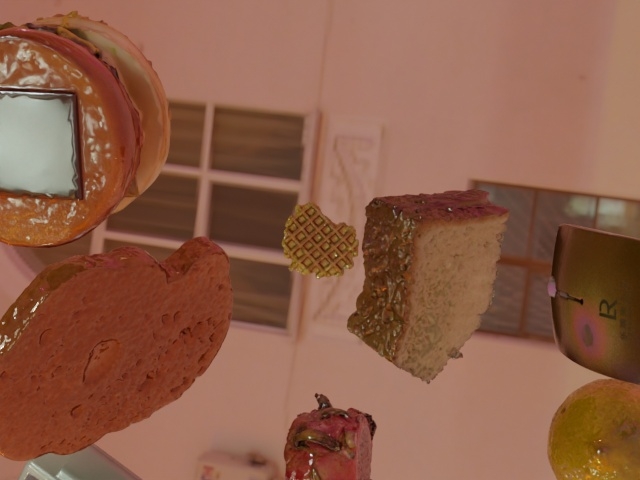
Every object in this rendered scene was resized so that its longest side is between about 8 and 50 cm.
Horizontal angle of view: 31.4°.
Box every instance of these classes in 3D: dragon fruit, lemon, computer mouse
[{"bbox_3d":[0.032,0.399,2.106,0.211,0.147,0.282,60,-147,-41],"label":"dragon fruit"},{"bbox_3d":[0.484,0.339,1.851,0.253,0.228,0.228,-22,-61,-79],"label":"lemon"},{"bbox_3d":[0.326,0.067,1.287,0.310,0.071,0.158,-155,65,-73],"label":"computer mouse"}]

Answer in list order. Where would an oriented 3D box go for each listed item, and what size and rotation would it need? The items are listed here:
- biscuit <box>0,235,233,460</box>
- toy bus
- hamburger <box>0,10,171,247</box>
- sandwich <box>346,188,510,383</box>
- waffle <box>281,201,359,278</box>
[{"bbox_3d":[-0.318,0.160,1.666,0.455,0.078,0.350,-8,-57,-47],"label":"biscuit"},{"bbox_3d":[-0.361,0.436,1.862,0.133,0.271,0.165,-46,-14,-46],"label":"toy bus"},{"bbox_3d":[-0.329,-0.138,1.397,0.225,0.291,0.291,-66,-20,-66],"label":"hamburger"},{"bbox_3d":[0.178,0.078,1.951,0.262,0.131,0.325,-10,-65,-44],"label":"sandwich"},{"bbox_3d":[0.001,0.002,1.223,0.016,0.085,0.078,-134,61,-87],"label":"waffle"}]
